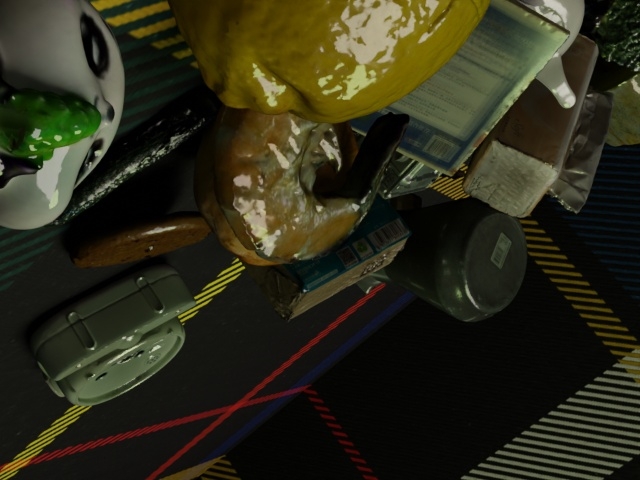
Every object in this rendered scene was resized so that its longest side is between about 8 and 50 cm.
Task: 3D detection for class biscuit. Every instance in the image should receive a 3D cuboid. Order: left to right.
[{"bbox_3d":[-0.249,-0.003,1.178,0.212,0.036,0.212,-16,174,-2],"label":"biscuit"}]

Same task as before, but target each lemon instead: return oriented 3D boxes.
[{"bbox_3d":[0.009,-0.247,0.710,0.297,0.297,0.297,-34,164,-11],"label":"lemon"}]

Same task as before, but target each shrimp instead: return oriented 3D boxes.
[{"bbox_3d":[0.038,-0.161,0.980,0.445,0.085,0.272,-56,136,-24],"label":"shrimp"}]

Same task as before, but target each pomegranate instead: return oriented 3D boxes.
[{"bbox_3d":[-0.057,-0.089,1.105,0.248,0.248,0.248,-34,164,-11],"label":"pomegranate"}]

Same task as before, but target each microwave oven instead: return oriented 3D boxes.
[{"bbox_3d":[0.183,-0.202,1.449,0.240,0.145,0.194,-47,164,33],"label":"microwave oven"}]

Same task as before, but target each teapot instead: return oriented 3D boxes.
[{"bbox_3d":[0.231,0.000,1.748,0.253,0.344,0.300,10,89,-45],"label":"teapot"},{"bbox_3d":[0.312,-0.324,1.289,0.204,0.139,0.298,-38,137,23],"label":"teapot"}]

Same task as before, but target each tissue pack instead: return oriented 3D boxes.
[{"bbox_3d":[0.000,0.000,1.533,0.270,0.192,0.134,-26,159,-32],"label":"tissue pack"},{"bbox_3d":[0.429,-0.213,1.578,0.238,0.238,0.306,106,8,-64],"label":"tissue pack"}]

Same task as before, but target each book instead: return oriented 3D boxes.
[{"bbox_3d":[0.183,-0.244,1.254,0.322,0.228,0.018,-53,-163,45],"label":"book"}]

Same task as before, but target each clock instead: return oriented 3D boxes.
[{"bbox_3d":[-0.351,0.181,1.453,0.265,0.109,0.324,-30,163,-24],"label":"clock"}]

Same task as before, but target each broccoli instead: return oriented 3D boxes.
[{"bbox_3d":[0.605,-0.442,1.647,0.246,0.263,0.243,-2,-179,-6],"label":"broccoli"}]

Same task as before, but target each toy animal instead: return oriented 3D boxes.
[{"bbox_3d":[-0.270,-0.107,0.645,0.266,0.213,0.212,-16,154,-44],"label":"toy animal"}]

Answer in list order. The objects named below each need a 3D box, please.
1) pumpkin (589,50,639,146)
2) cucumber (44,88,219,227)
[{"bbox_3d":[0.725,-0.345,1.842,0.332,0.199,0.332,-39,-168,10],"label":"pumpkin"},{"bbox_3d":[-0.237,-0.098,1.034,0.256,0.043,0.044,-37,-176,-6],"label":"cucumber"}]
